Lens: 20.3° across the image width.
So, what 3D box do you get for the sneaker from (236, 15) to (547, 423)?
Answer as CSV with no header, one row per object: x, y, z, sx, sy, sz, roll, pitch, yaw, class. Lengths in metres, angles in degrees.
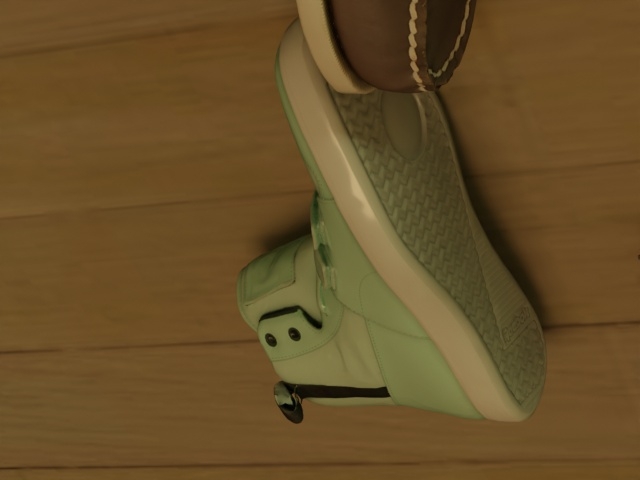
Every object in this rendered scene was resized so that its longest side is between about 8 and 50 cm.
0.000,0.001,0.893,0.151,0.094,0.256,-5,131,31,sneaker

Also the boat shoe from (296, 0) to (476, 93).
0.051,-0.182,0.666,0.096,0.116,0.324,14,132,14,boat shoe

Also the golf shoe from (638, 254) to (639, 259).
0.217,0.055,0.889,0.086,0.067,0.186,-27,120,4,golf shoe
